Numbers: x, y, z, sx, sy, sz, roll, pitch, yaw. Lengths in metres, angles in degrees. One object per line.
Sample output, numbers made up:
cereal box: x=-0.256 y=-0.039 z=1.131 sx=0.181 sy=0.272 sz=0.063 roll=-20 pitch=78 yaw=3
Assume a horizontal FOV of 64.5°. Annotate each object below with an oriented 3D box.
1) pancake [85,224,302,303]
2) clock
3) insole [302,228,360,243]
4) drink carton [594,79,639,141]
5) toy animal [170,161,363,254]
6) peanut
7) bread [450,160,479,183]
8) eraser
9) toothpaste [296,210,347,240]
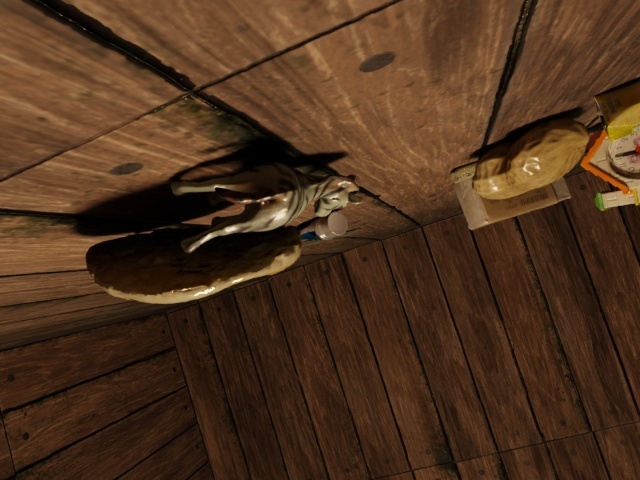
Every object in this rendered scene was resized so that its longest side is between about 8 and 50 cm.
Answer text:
pancake: x=-0.162 y=0.016 z=0.658 sx=0.283 sy=0.048 sz=0.282 roll=-2 pitch=-167 yaw=1
clock: x=0.710 y=-0.190 z=1.101 sx=0.106 sy=0.219 sz=0.255 roll=-12 pitch=180 yaw=-41
insole: x=0.000 y=0.000 z=1.781 sx=0.349 sy=0.009 sz=0.119 roll=-14 pitch=173 yaw=-35
drink carton: x=0.552 y=-0.233 z=0.803 sx=0.200 sy=0.084 sz=0.074 roll=-19 pitch=152 yaw=25
toy animal: x=-0.069 y=-0.050 z=0.623 sx=0.170 sy=0.089 sz=0.255 roll=-12 pitch=-174 yaw=26
peanut: x=0.405 y=-0.154 z=0.976 sx=0.197 sy=0.110 sz=0.233 roll=-16 pitch=176 yaw=-21
bread: x=0.373 y=-0.169 z=1.155 sx=0.154 sy=0.028 sz=0.068 roll=-19 pitch=175 yaw=4
eraser: x=0.527 y=-0.137 z=1.383 sx=0.344 sy=0.144 sz=0.078 roll=-14 pitch=172 yaw=-27
toothpaste: x=-0.031 y=-0.020 z=1.279 sx=0.096 sy=0.061 sz=0.266 roll=-16 pitch=-179 yaw=-34
